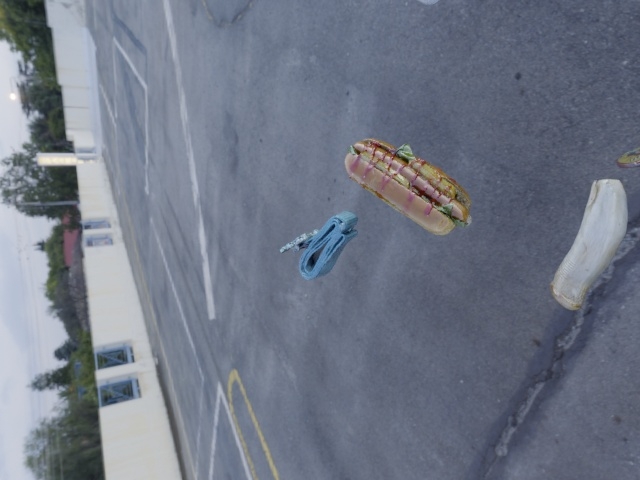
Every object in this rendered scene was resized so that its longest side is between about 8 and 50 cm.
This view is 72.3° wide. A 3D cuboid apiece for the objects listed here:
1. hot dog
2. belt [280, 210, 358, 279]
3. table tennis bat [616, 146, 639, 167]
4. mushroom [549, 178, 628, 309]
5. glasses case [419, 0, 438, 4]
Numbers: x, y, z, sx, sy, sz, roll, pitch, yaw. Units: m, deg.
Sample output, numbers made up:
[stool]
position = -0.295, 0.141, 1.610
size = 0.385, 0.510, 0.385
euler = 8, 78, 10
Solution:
[hot dog]
position = 0.150, -0.100, 0.741
size = 0.250, 0.104, 0.076
euler = 39, 162, 27
[belt]
position = 0.003, -0.001, 0.847
size = 0.100, 0.065, 0.179
euler = 53, 132, 15
[table tennis bat]
position = 1.195, -0.304, 1.567
size = 0.038, 0.200, 0.310
euler = 63, -162, -8
[mushroom]
position = 0.687, 0.014, 1.122
size = 0.123, 0.094, 0.352
euler = -115, 31, -62
[glasses case]
position = 0.132, -0.441, 0.696
size = 0.063, 0.164, 0.041
euler = -53, 15, 41
